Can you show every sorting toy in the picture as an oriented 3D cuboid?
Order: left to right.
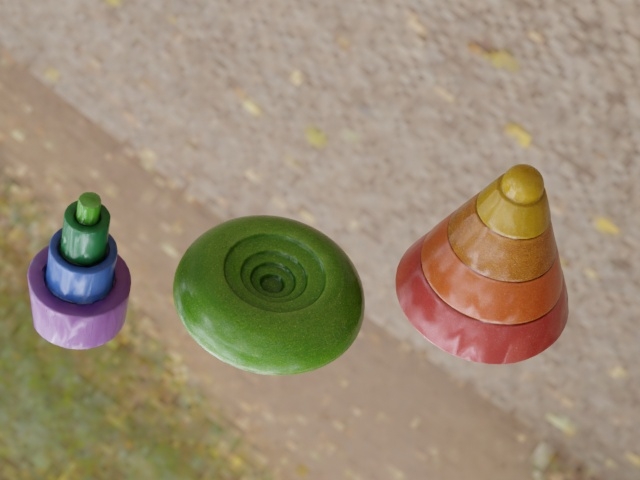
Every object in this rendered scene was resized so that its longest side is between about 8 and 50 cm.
[{"bbox_3d":[0.000,0.000,1.123,0.366,0.127,0.126,-1,139,-15],"label":"sorting toy"}]
